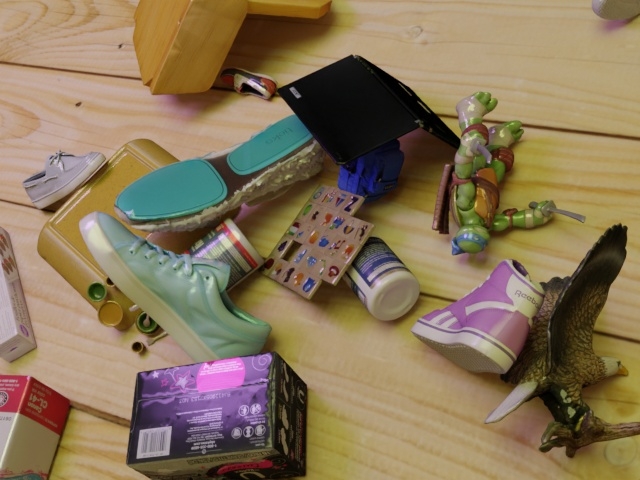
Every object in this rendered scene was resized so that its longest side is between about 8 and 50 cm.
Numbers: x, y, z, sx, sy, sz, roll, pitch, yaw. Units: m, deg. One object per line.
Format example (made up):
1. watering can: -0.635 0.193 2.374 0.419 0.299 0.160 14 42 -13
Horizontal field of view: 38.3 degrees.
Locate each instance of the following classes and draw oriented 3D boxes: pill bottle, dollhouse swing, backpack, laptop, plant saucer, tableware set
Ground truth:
1. pill bottle: -0.200 0.054 1.642 0.180 0.108 0.108 -39 52 -4
2. pill bottle: 0.085 0.047 1.528 0.094 0.094 0.169 -36 45 -2
3. dollhouse swing: -0.197 -0.474 1.983 0.315 0.305 0.347 -60 33 29
4. backpack: 0.086 -0.121 1.622 0.098 0.120 0.101 -11 42 -37
5. laptop: 0.099 -0.208 1.625 0.136 0.264 0.234 -50 50 17
6. plant saucer: -0.380 -0.041 1.800 0.333 0.081 0.333 34 77 36
7. tableware set: -0.352 0.130 1.665 0.104 0.024 0.154 -30 85 2

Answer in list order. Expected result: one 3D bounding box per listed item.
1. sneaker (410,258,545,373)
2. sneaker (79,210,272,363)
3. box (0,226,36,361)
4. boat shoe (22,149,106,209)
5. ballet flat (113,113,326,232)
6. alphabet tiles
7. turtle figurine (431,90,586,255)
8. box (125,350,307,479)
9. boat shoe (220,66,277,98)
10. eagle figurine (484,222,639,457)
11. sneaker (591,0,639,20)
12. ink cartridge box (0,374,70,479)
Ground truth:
1. sneaker: 0.239 0.105 1.349 0.161 0.102 0.282 -58 14 -11
2. sneaker: -0.229 0.063 1.529 0.150 0.366 0.135 -43 13 2
3. box: -0.638 0.093 1.834 0.067 0.063 0.324 -32 52 3
4. boat shoe: -0.530 -0.137 1.877 0.227 0.081 0.079 -24 22 35
5. ballet flat: -0.163 -0.093 1.676 0.409 0.147 0.147 -24 51 -11
6. alphabet tiles: 0.000 0.000 1.578 0.198 0.009 0.237 -55 30 -7
7. turtle figurine: 0.303 -0.117 1.487 0.198 0.274 0.266 13 55 -9
8. box: -0.157 0.290 1.451 0.247 0.142 0.163 -11 57 18
9. boat shoe: -0.154 -0.323 1.906 0.137 0.049 0.043 17 69 26
10. eagle figurine: 0.349 0.147 1.304 0.226 0.225 0.298 -15 65 26
11. sneaker: 0.569 -0.510 1.685 0.268 0.101 0.153 -36 51 -9
12. ink cartridge box: -0.592 0.391 1.581 0.226 0.131 0.306 -2 57 22
